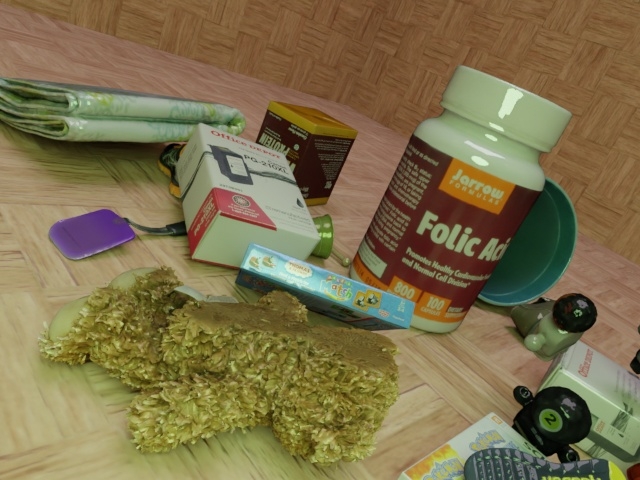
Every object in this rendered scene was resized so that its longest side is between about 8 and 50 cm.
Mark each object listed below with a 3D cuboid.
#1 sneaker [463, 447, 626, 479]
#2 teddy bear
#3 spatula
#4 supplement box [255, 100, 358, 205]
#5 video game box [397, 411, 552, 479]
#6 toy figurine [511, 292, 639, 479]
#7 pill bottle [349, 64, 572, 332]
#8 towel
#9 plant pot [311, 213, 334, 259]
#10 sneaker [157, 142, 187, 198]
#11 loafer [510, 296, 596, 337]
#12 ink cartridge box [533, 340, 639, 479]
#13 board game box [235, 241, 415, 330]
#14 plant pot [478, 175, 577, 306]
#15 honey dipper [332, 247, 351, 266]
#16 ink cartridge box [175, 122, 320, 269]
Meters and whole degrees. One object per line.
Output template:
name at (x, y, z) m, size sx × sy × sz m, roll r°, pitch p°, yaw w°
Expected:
sneaker at (0.203, 0.230, 0.455) m, size 0.144 × 0.059 × 0.053 m, roll 7°, pitch 53°, yaw 2°
teddy bear at (-0.096, 0.117, 0.487) m, size 0.338 × 0.113 × 0.245 m, roll 13°, pitch 14°, yaw -9°
spatula at (-0.242, -0.020, 0.730) m, size 0.084 × 0.030 × 0.296 m, roll 37°, pitch 25°, yaw 27°
supplement box at (-0.045, -0.190, 1.112) m, size 0.129 × 0.194 × 0.191 m, roll 34°, pitch 23°, yaw 23°
video game box at (0.192, 0.271, 0.474) m, size 0.205 × 0.048 × 0.187 m, roll -2°, pitch 30°, yaw -48°
toy figurine at (0.345, 0.174, 0.576) m, size 0.213 × 0.148 × 0.209 m, roll 16°, pitch 61°, yaw 17°
pill bottle at (0.222, -0.064, 0.817) m, size 0.224 × 0.392 × 0.224 m, roll 20°, pitch 22°, yaw -8°
towel at (-0.384, -0.240, 0.935) m, size 0.320 × 0.090 × 0.374 m, roll 18°, pitch 19°, yaw 32°
plant pot at (-0.026, -0.009, 0.879) m, size 0.079 × 0.083 × 0.083 m, roll 3°, pitch 27°, yaw -18°
sneaker at (-0.259, -0.152, 0.956) m, size 0.084 × 0.083 × 0.215 m, roll 7°, pitch 25°, yaw -32°
loafer at (0.468, 0.147, 0.988) m, size 0.251 × 0.094 × 0.087 m, roll 2°, pitch 34°, yaw -43°
ink cartridge box at (0.429, 0.252, 0.703) m, size 0.218 × 0.092 × 0.158 m, roll 36°, pitch 24°, yaw 24°
board game box at (-0.005, 0.068, 0.646) m, size 0.211 × 0.039 × 0.160 m, roll 20°, pitch -14°, yaw -8°
plant pot at (0.361, -0.025, 1.088) m, size 0.272 × 0.271 × 0.255 m, roll 18°, pitch 7°, yaw -15°
honey dipper at (0.000, 0.000, 0.945) m, size 0.030 × 0.030 × 0.161 m, roll -3°, pitch 38°, yaw -50°
ink cartridge box at (-0.124, -0.066, 0.790) m, size 0.172 × 0.100 × 0.237 m, roll 16°, pitch 34°, yaw -34°
